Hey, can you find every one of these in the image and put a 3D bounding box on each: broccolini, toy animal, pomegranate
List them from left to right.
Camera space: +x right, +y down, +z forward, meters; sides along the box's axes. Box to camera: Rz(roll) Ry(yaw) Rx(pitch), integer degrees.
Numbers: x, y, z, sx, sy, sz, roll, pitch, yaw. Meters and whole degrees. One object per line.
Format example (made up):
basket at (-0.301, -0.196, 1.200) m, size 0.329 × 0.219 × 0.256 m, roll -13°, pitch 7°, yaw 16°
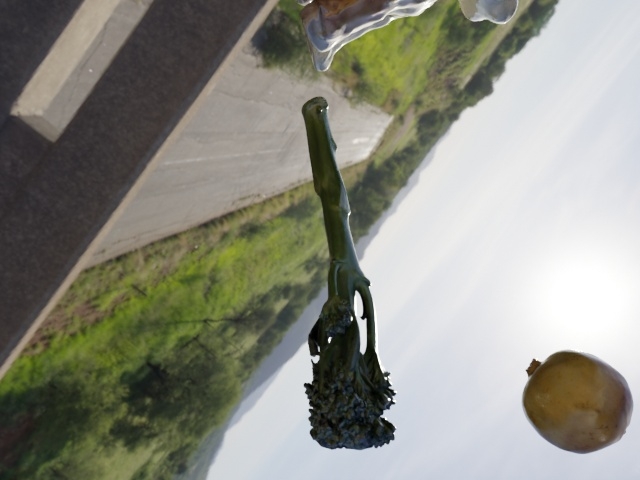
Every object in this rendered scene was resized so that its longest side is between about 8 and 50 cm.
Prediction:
broccolini at (0.005, -0.002, 0.527) m, size 0.074 × 0.079 × 0.392 m, roll 104°, pitch -20°, yaw -57°
toy animal at (0.061, -0.224, 0.347) m, size 0.185 × 0.184 × 0.104 m, roll -13°, pitch -168°, yaw 4°
pomegranate at (0.556, 0.346, 1.179) m, size 0.233 × 0.233 × 0.233 m, roll -53°, pitch 177°, yaw -4°
